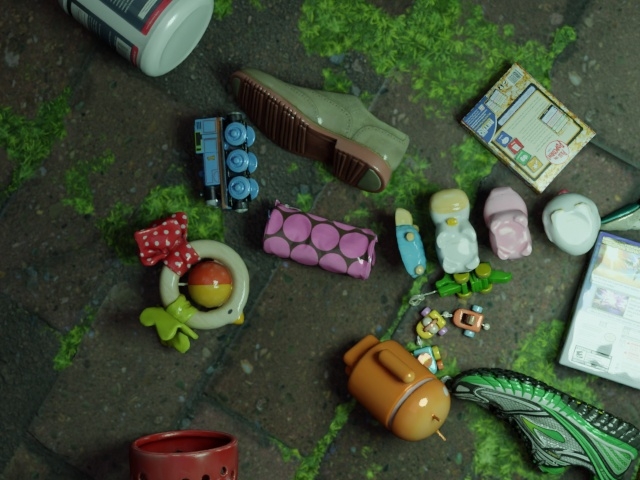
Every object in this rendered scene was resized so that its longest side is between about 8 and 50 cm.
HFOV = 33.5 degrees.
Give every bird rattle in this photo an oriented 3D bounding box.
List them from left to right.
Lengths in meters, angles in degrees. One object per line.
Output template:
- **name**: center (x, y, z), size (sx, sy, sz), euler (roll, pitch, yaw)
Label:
- **bird rattle**: center (-0.233, 0.073, 1.929), size (0.206, 0.143, 0.254), euler (0, 74, -7)

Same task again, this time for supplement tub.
- **supplement tub**: center (-0.346, -0.442, 1.903), size (0.272, 0.191, 0.191), euler (38, 91, 5)

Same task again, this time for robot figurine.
- **robot figurine**: center (0.136, 0.261, 1.847), size (0.219, 0.128, 0.158), euler (41, 119, 31)

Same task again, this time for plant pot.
- **plant pot**: center (-0.236, 0.433, 1.855), size (0.191, 0.191, 0.174), euler (-2, 90, 4)

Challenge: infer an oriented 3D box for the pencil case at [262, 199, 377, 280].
- **pencil case**: center (0.000, 0.000, 1.909), size (0.209, 0.095, 0.098), euler (17, 73, 3)

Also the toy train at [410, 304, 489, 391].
- **toy train**: center (0.225, 0.184, 1.901), size (0.125, 0.046, 0.166), euler (22, 89, 6)

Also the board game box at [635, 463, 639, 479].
- **board game box**: center (0.653, 0.413, 1.857), size (0.181, 0.043, 0.092), euler (15, 89, 5)

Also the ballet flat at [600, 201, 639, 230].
- **ballet flat**: center (0.573, -0.048, 1.882), size (0.168, 0.057, 0.052), euler (-29, 95, 3)

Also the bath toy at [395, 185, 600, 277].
- **bath toy**: center (0.308, -0.026, 1.864), size (0.348, 0.129, 0.152), euler (-7, 95, 6)

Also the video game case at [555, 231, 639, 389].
- **video game case**: center (0.580, 0.139, 1.867), size (0.269, 0.061, 0.244), euler (18, 90, 5)

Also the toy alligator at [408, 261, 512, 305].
- **toy alligator**: center (0.246, 0.071, 1.905), size (0.189, 0.056, 0.051), euler (-14, 46, 3)

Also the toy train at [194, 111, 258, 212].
- **toy train**: center (-0.173, -0.141, 1.936), size (0.105, 0.080, 0.184), euler (-4, 89, 13)

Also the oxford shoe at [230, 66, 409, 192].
- **oxford shoe**: center (-0.002, -0.222, 1.923), size (0.348, 0.123, 0.130), euler (34, 64, 7)

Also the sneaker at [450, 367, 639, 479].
- **sneaker**: center (0.381, 0.323, 1.839), size (0.343, 0.134, 0.146), euler (25, 90, 5)

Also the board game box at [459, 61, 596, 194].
- **board game box**: center (0.371, -0.200, 1.908), size (0.193, 0.045, 0.147), euler (44, 91, 5)
